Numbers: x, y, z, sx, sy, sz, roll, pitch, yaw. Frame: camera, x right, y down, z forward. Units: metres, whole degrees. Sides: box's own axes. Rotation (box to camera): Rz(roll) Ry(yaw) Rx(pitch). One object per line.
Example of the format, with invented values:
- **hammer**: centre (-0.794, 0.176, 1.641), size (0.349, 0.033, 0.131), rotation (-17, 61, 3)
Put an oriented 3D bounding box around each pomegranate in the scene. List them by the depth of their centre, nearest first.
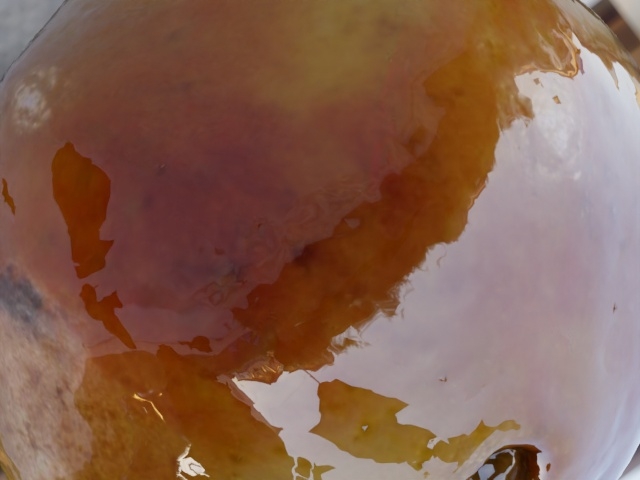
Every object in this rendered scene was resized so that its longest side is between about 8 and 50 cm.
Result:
- **pomegranate**: centre (0.004, 0.004, 0.419), size (0.209, 0.209, 0.209), rotation (-38, -173, 6)
